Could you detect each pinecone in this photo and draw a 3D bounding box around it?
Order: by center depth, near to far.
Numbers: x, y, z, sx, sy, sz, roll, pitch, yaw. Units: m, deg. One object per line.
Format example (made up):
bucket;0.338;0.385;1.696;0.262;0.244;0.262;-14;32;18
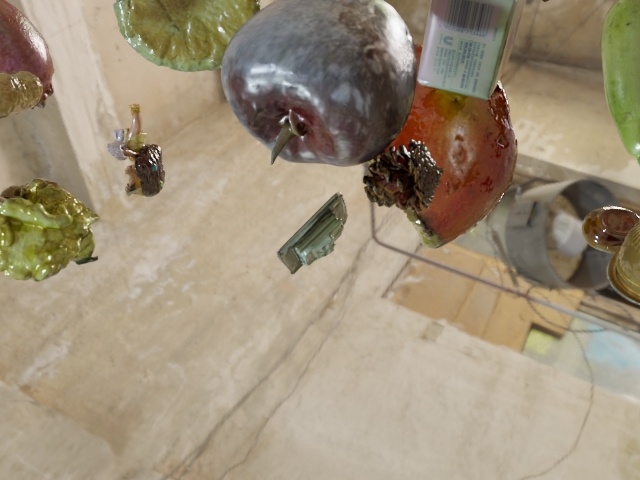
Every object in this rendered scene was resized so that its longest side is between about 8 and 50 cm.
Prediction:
pinecone;0.114;-0.082;0.922;0.109;0.102;0.102;-27;15;45

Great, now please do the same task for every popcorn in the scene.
popcorn;-0.670;-0.026;1.593;0.293;0.293;0.237;-27;-73;-60

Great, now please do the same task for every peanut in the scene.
peanut;-0.541;-0.255;1.156;0.174;0.080;0.080;-63;-14;-66

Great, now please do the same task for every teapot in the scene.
teapot;0.563;-0.014;1.281;0.078;0.129;0.098;93;176;-57

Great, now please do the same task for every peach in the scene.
peach;0.227;-0.193;1.391;0.339;0.353;0.416;10;-91;-74

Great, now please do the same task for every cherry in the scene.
cherry;0.002;-0.218;0.903;0.218;0.255;0.296;80;-148;-48
cherry;-0.649;-0.390;1.379;0.192;0.175;0.249;-105;7;-51

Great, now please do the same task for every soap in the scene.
soap;0.266;-0.376;1.148;0.199;0.138;0.182;94;-160;-44

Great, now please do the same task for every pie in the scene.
pie;-0.253;-0.472;1.318;0.071;0.306;0.306;-93;9;-57

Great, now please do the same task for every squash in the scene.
squash;0.615;-0.314;1.316;0.118;0.118;0.370;37;-125;-69

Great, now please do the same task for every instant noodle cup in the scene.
instant noodle cup;0.575;0.000;1.021;0.274;0.274;0.090;-47;-55;-44

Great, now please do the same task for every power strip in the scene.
power strip;0.000;0.000;1.608;0.213;0.064;0.198;-44;-18;-4

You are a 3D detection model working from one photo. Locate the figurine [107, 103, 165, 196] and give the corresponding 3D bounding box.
figurine;-0.471;-0.228;1.728;0.174;0.116;0.240;-111;8;-67
